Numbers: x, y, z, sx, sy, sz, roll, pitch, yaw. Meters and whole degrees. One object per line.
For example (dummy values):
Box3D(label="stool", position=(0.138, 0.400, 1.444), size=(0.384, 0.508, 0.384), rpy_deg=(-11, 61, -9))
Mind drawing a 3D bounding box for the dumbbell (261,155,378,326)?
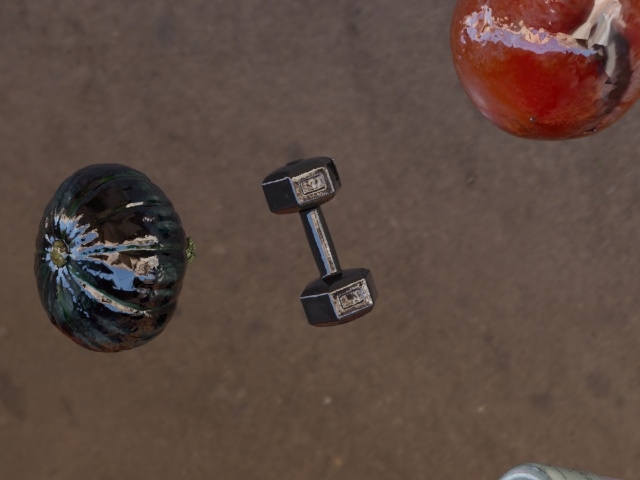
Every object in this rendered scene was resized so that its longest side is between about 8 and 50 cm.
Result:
Box3D(label="dumbbell", position=(0.000, 0.000, 0.783), size=(0.036, 0.040, 0.083), rpy_deg=(-17, 97, 12))

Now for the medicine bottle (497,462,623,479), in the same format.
Box3D(label="medicine bottle", position=(0.294, 0.337, 1.888), size=(0.135, 0.168, 0.135), rpy_deg=(-20, 63, 45))

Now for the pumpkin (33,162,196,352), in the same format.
Box3D(label="pumpkin", position=(-0.217, 0.018, 1.625), size=(0.194, 0.150, 0.194), rpy_deg=(-7, 72, 24))

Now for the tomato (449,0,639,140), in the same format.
Box3D(label="tomato", position=(0.233, -0.199, 1.571), size=(0.184, 0.208, 0.208), rpy_deg=(-111, 33, -46))
